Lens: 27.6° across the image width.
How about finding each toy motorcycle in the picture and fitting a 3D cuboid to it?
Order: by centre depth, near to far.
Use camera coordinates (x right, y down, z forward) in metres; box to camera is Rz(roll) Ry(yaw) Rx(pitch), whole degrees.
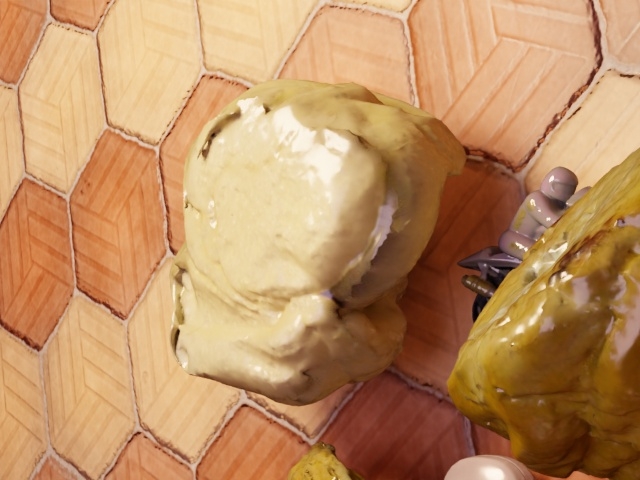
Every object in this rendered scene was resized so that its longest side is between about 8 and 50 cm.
[{"bbox_3d":[0.226,0.010,1.242,0.225,0.073,0.152,-21,80,37],"label":"toy motorcycle"}]

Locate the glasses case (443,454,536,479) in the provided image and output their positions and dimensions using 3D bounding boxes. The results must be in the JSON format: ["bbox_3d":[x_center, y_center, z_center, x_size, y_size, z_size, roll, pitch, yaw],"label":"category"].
[{"bbox_3d":[0.171,0.361,1.283,0.113,0.075,0.297,-6,84,51],"label":"glasses case"}]

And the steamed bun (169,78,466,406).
[{"bbox_3d":[-0.004,0.000,1.388,0.325,0.230,0.372,44,121,40],"label":"steamed bun"}]

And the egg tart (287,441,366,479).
[{"bbox_3d":[0.041,0.369,1.345,0.341,0.132,0.341,178,90,-80],"label":"egg tart"}]

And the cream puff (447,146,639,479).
[{"bbox_3d":[0.275,0.080,1.021,0.257,0.291,0.324,41,134,-2],"label":"cream puff"}]
